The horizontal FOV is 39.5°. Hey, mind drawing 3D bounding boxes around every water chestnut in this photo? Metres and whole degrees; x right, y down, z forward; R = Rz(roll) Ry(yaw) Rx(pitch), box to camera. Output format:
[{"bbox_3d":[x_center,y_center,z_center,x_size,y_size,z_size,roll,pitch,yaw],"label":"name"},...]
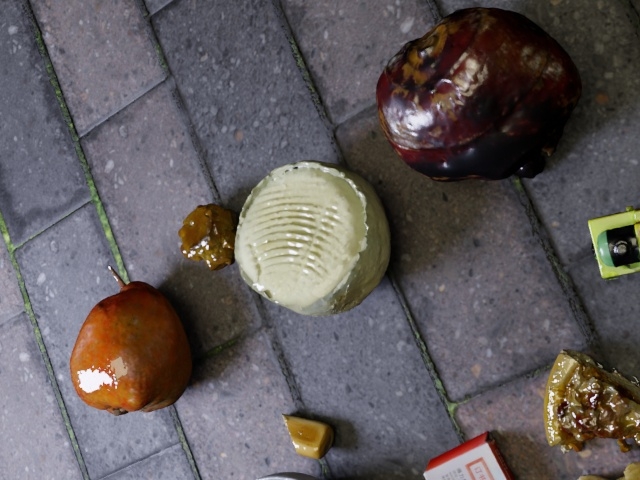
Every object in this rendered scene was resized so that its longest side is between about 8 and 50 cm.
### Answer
[{"bbox_3d":[0.225,-0.195,1.263,0.289,0.289,0.244,-32,80,23],"label":"water chestnut"}]

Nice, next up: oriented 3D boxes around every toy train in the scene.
[{"bbox_3d":[0.500,-0.016,1.171,0.296,0.160,0.101,-14,89,26],"label":"toy train"}]

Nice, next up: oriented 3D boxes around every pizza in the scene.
[{"bbox_3d":[0.411,0.246,1.258,0.193,0.069,0.154,9,93,27],"label":"pizza"}]

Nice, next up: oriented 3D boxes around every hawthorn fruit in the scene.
[{"bbox_3d":[-0.332,0.172,1.566,0.210,0.210,0.263,-12,76,26],"label":"hawthorn fruit"}]

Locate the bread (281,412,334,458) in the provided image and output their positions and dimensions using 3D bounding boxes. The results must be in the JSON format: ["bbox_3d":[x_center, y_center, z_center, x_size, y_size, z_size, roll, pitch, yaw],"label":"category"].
[{"bbox_3d":[-0.029,0.329,1.489,0.103,0.049,0.062,6,58,28],"label":"bread"}]

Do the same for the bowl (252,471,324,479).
[{"bbox_3d":[-0.027,0.508,1.435,0.286,0.143,0.287,-1,88,26],"label":"bowl"}]

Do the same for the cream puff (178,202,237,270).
[{"bbox_3d":[-0.186,-0.006,1.560,0.122,0.094,0.116,41,104,46],"label":"cream puff"}]

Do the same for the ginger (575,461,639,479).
[{"bbox_3d":[0.437,0.364,1.226,0.205,0.081,0.115,-36,48,42],"label":"ginger"}]

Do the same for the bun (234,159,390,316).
[{"bbox_3d":[0.000,0.000,1.427,0.259,0.152,0.259,-7,73,25],"label":"bun"}]

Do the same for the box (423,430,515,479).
[{"bbox_3d":[0.256,0.419,1.345,0.123,0.050,0.229,-33,74,21],"label":"box"}]
